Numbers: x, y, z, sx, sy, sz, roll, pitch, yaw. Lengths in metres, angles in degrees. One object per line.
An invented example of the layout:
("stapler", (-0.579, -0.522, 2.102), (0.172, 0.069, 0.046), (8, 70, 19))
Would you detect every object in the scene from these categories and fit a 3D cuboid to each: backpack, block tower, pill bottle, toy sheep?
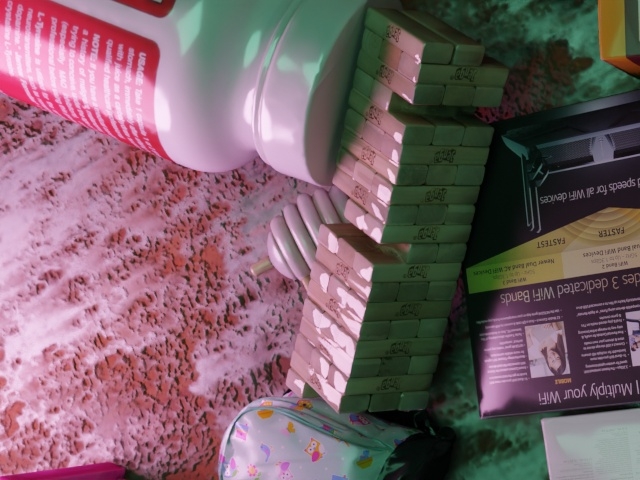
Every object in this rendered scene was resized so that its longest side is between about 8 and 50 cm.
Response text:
("backpack", (0.007, 0.195, 1.678), (0.182, 0.115, 0.152), (24, 99, 25))
("block tower", (0.062, -0.014, 1.616), (0.097, 0.091, 0.335), (40, 124, 51))
("pill bottle", (-0.142, -0.195, 1.698), (0.407, 0.229, 0.229), (23, 96, 22))
("toy sheep", (0.000, 0.000, 1.707), (0.132, 0.091, 0.091), (-28, 77, 0))

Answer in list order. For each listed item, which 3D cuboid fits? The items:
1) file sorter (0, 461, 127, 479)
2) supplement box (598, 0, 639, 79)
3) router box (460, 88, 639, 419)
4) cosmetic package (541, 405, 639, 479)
("file sorter", (-0.195, 0.365, 1.707), (0.182, 0.202, 0.291), (18, 94, 21))
("supplement box", (0.329, -0.197, 1.520), (0.194, 0.191, 0.129), (-2, 86, 22))
("router box", (0.253, 0.007, 1.554), (0.309, 0.081, 0.243), (-10, 83, 41))
("cosmetic package", (0.305, 0.176, 1.582), (0.239, 0.060, 0.099), (-9, 84, 22))
